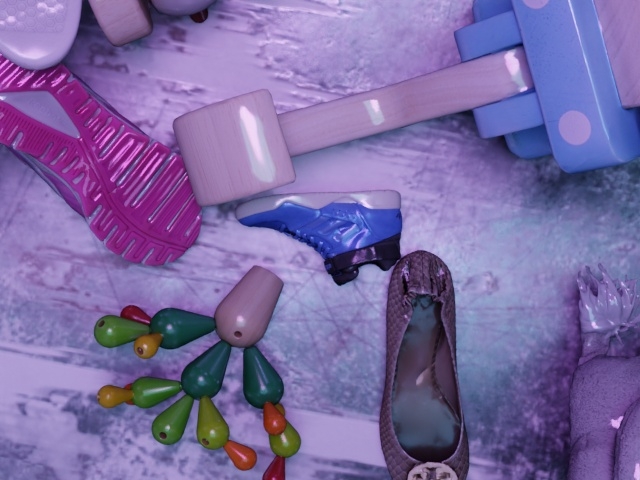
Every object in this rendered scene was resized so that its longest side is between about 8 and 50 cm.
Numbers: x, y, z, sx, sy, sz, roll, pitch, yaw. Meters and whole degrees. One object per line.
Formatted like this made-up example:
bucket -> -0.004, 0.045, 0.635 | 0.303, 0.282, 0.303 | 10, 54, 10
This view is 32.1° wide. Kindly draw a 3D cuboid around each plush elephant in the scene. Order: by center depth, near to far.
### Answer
plush elephant -> 0.351, 0.177, 0.942 | 0.255, 0.272, 0.330 | -4, 70, 22

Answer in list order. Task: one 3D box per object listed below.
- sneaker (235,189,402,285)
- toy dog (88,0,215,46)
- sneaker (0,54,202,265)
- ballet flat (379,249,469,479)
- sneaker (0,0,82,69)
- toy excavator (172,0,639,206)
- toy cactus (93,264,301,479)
sneaker -> 0.000, 0.000, 1.011 | 0.152, 0.058, 0.084 | -3, 87, -9
toy dog -> -0.146, -0.315, 0.952 | 0.220, 0.161, 0.333 | -1, 80, 0
sneaker -> -0.202, -0.081, 0.975 | 0.103, 0.111, 0.252 | -44, 118, -5
ballet flat -> 0.098, 0.133, 1.028 | 0.084, 0.058, 0.249 | -1, 95, -2
sneaker -> -0.270, -0.242, 0.912 | 0.105, 0.147, 0.295 | -24, 74, -17
toy excavator -> 0.158, -0.137, 0.938 | 0.433, 0.445, 0.222 | -23, 97, -46
toy cactus -> -0.092, 0.109, 1.009 | 0.219, 0.112, 0.180 | 33, 74, -3
